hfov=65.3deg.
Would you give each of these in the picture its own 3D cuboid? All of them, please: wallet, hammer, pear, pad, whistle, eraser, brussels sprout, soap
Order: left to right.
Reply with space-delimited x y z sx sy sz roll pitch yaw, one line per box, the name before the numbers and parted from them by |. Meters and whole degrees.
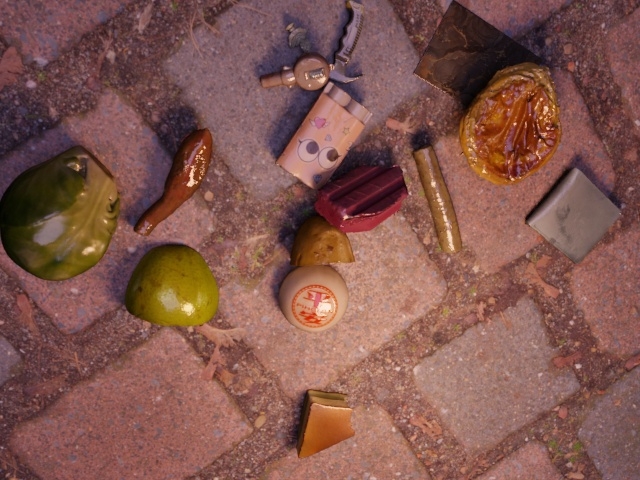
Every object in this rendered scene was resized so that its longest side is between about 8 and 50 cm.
brussels sprout | -0.695 -0.076 1.352 0.281 0.289 0.355 36 84 -31
pear | -0.448 0.135 1.538 0.288 0.139 0.239 9 95 -14
whistle | -0.067 -0.480 1.448 0.220 0.057 0.107 -8 132 9
eraser | 0.006 -0.311 1.514 0.171 0.087 0.290 32 97 -21
hammer | 0.078 -0.583 1.477 0.158 0.041 0.226 15 102 -14
soap | 0.145 -0.137 1.531 0.289 0.112 0.182 -34 72 -25
pad | 0.504 -0.550 1.581 0.367 0.007 0.248 25 99 -15
wallet | 0.890 -0.083 1.755 0.290 0.054 0.251 35 101 -22

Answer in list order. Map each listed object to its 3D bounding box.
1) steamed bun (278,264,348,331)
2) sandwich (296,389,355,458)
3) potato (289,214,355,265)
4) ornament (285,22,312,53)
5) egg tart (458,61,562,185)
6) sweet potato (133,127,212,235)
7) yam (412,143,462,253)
steamed bun | -0.017 0.194 1.616 0.232 0.145 0.232 -3 105 -10
sandwich | 0.022 0.659 1.768 0.186 0.108 0.220 12 101 -12
potato | 0.000 0.000 1.566 0.203 0.178 0.158 -7 90 17
ornament | -0.062 -0.587 1.453 0.092 0.041 0.068 24 94 -6
egg tart | 0.577 -0.352 1.567 0.339 0.153 0.351 -30 110 2
sweet potato | -0.419 -0.162 1.476 0.109 0.109 0.385 30 104 -16
yam | 0.388 -0.133 1.636 0.083 0.083 0.371 -21 109 -4
